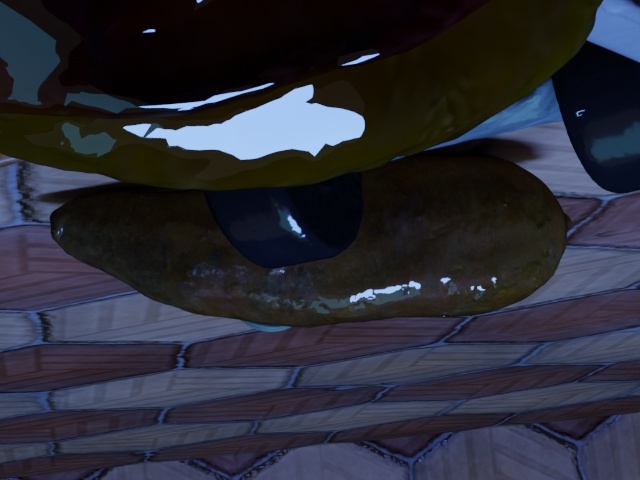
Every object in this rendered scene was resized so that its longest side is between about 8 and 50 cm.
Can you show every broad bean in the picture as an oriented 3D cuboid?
[{"bbox_3d":[-0.034,-0.090,0.446,0.228,0.156,0.122,4,-163,-27],"label":"broad bean"}]

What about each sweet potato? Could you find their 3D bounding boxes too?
[{"bbox_3d":[-0.001,0.001,1.032,0.292,0.097,0.097,-2,168,-6],"label":"sweet potato"}]

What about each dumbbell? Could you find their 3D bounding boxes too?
[{"bbox_3d":[0.051,-0.053,0.764,0.191,0.100,0.100,-11,168,23],"label":"dumbbell"}]

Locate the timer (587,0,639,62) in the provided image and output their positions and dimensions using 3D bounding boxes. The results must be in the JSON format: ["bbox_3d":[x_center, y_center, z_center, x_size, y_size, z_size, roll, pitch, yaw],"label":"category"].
[{"bbox_3d":[0.152,-0.113,0.588,0.178,0.078,0.253,-12,166,35],"label":"timer"}]

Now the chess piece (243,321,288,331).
[{"bbox_3d":[-0.029,0.037,1.283,0.059,0.059,0.149,-7,173,2],"label":"chess piece"}]

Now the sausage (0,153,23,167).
[{"bbox_3d":[-0.096,-0.063,0.744,0.348,0.053,0.053,-13,167,26],"label":"sausage"}]
